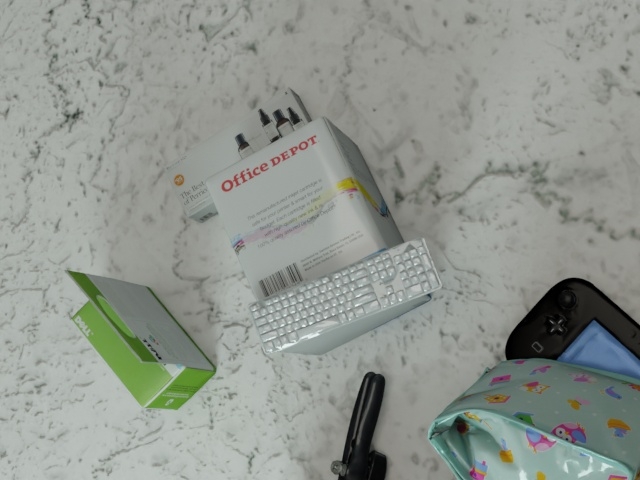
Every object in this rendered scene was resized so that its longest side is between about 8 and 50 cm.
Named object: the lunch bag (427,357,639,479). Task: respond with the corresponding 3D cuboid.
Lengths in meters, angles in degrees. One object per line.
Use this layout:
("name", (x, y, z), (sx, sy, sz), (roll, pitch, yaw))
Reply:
("lunch bag", (0.290, 0.249, 1.343), (0.262, 0.223, 0.160), (18, 116, 28))

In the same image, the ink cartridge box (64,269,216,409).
("ink cartridge box", (-0.287, 0.149, 1.564), (0.097, 0.255, 0.189), (-45, 71, 7))

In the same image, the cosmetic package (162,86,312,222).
("cosmetic package", (-0.120, -0.131, 1.658), (0.239, 0.060, 0.099), (-31, 73, 11))

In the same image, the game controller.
("game controller", (0.403, 0.201, 1.435), (0.319, 0.067, 0.166), (44, 96, 19))

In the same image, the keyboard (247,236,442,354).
("keyboard", (0.029, 0.073, 1.394), (0.256, 0.014, 0.072), (-22, 79, 14))

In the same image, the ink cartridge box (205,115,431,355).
("ink cartridge box", (0.000, 0.000, 1.525), (0.198, 0.197, 0.270), (-27, 75, 12))

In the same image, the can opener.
("can opener", (0.060, 0.282, 1.545), (0.059, 0.073, 0.186), (-6, 73, 56))
